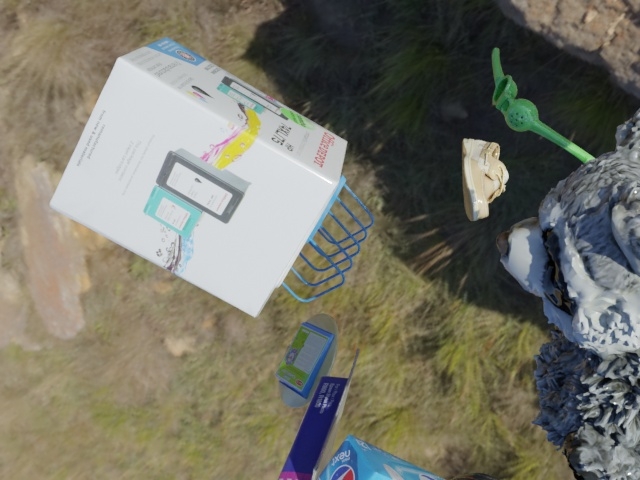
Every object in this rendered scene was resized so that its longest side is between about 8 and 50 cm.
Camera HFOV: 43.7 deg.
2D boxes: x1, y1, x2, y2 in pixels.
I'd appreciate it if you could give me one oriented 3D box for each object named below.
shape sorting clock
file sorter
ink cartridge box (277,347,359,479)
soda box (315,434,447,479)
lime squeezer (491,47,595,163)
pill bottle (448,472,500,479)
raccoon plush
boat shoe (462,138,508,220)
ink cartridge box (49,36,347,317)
[{"bbox_3d":[-0.024,0.249,1.659,0.040,0.206,0.206,32,143,-25],"label":"shape sorting clock"},{"bbox_3d":[0.000,0.000,1.293,0.118,0.170,0.104,-28,112,38],"label":"file sorter"},{"bbox_3d":[-0.026,0.394,1.382,0.072,0.324,0.330,15,119,8],"label":"ink cartridge box"},{"bbox_3d":[0.096,0.272,0.792,0.210,0.071,0.067,32,-175,-29],"label":"soda box"},{"bbox_3d":[0.354,-0.248,1.401,0.058,0.110,0.310,101,147,-50],"label":"lime squeezer"},{"bbox_3d":[0.176,0.378,1.029,0.131,0.246,0.130,-4,79,24],"label":"pill bottle"},{"bbox_3d":[0.369,0.053,0.662,0.447,0.216,0.299,0,130,-2],"label":"raccoon plush"},{"bbox_3d":[0.215,-0.085,1.040,0.059,0.170,0.063,-2,127,10],"label":"boat shoe"},{"bbox_3d":[-0.133,-0.082,0.960,0.270,0.198,0.197,29,110,-7],"label":"ink cartridge box"}]
